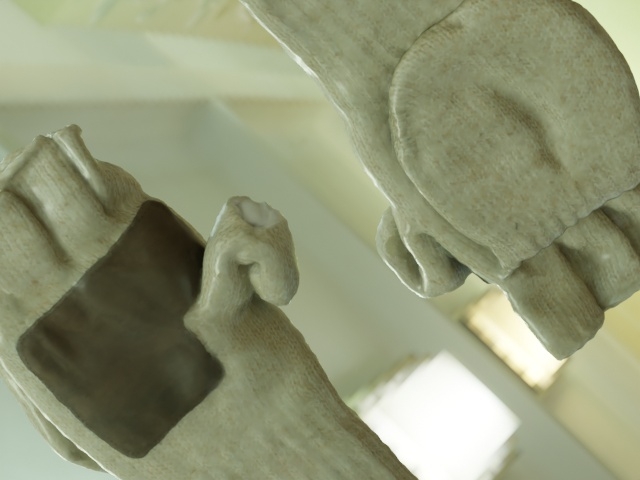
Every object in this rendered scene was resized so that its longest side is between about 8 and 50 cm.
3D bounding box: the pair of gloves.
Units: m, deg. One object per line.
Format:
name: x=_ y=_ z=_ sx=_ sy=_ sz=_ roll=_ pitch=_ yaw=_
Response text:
pair of gloves: x=0.000 y=0.000 z=0.663 sx=0.204 sy=0.240 sz=0.042 roll=40 pitch=-168 yaw=-18
